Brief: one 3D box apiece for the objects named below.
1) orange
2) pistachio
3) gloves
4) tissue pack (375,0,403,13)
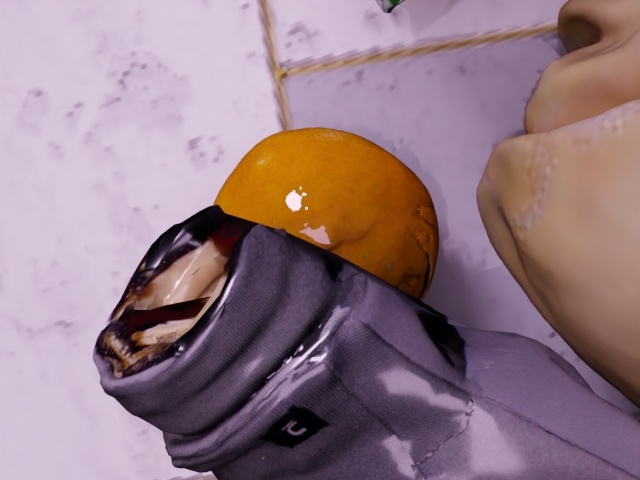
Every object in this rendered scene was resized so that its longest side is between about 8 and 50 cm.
[{"bbox_3d":[0.001,0.000,0.585,0.083,0.083,0.084,0,94,7],"label":"orange"},{"bbox_3d":[0.194,0.016,0.524,0.293,0.181,0.162,22,57,6],"label":"pistachio"},{"bbox_3d":[0.060,0.090,0.521,0.285,0.119,0.142,46,117,-3],"label":"gloves"},{"bbox_3d":[0.055,-0.209,0.542,0.209,0.156,0.148,-35,126,7],"label":"tissue pack"}]
